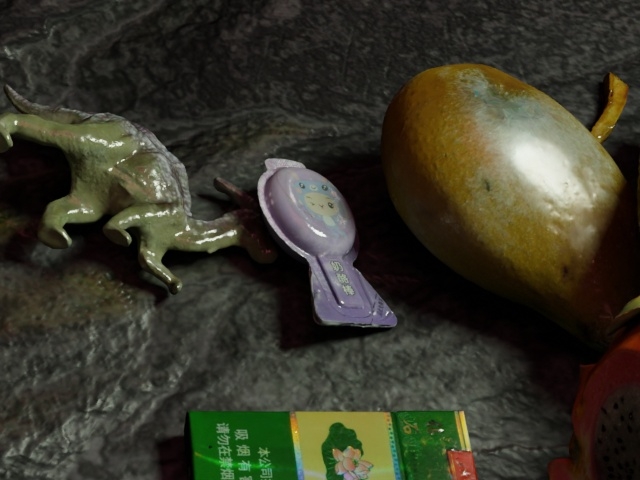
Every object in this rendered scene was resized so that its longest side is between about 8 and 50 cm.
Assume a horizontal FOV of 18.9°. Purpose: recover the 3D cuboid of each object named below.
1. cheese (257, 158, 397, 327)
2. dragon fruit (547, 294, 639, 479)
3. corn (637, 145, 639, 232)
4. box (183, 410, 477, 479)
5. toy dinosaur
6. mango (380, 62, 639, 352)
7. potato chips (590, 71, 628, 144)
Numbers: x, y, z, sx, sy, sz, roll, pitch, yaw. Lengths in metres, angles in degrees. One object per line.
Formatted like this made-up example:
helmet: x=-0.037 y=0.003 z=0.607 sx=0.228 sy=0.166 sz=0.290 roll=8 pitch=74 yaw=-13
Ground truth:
cheese: x=0.000 y=0.000 z=1.706 sx=0.105 sy=0.042 sz=0.191 roll=3 pitch=50 yaw=-40
dragon fruit: x=0.306 y=0.163 z=1.464 sx=0.189 sy=0.290 sz=0.290 roll=-6 pitch=47 yaw=-44
corn: x=0.349 y=-0.057 z=1.709 sx=0.144 sy=0.144 sz=0.387 roll=13 pitch=24 yaw=0
box: x=0.011 y=0.196 z=1.545 sx=0.235 sy=0.034 sz=0.132 roll=2 pitch=48 yaw=-11
toy dinosaur: x=-0.177 y=-0.046 z=1.699 sx=0.294 sy=0.077 sz=0.162 roll=39 pitch=36 yaw=-1
mango: x=0.186 y=-0.030 z=1.719 sx=0.193 sy=0.146 sz=0.316 roll=-36 pitch=73 yaw=-31
potato chips: x=0.262 y=-0.099 z=1.876 sx=0.037 sy=0.026 sz=0.204 roll=23 pitch=48 yaw=13
